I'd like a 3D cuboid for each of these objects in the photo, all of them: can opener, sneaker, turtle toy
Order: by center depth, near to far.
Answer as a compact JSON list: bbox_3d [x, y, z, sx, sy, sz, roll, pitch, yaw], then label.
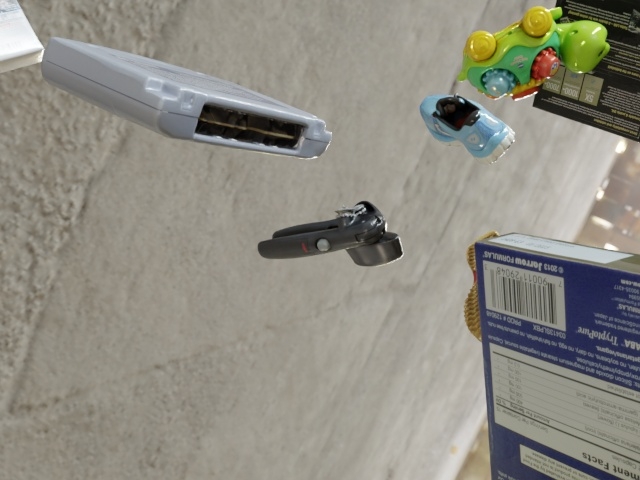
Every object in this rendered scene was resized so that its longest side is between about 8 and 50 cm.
[{"bbox_3d":[0.180,-0.160,0.758,0.130,0.066,0.095,-21,-176,10],"label":"turtle toy"},{"bbox_3d":[0.000,0.000,0.939,0.059,0.186,0.073,-26,105,-48],"label":"can opener"},{"bbox_3d":[0.157,-0.146,1.010,0.073,0.162,0.063,41,91,-30],"label":"sneaker"},{"bbox_3d":[0.227,0.068,1.088,0.069,0.084,0.186,-33,-154,33],"label":"sneaker"}]

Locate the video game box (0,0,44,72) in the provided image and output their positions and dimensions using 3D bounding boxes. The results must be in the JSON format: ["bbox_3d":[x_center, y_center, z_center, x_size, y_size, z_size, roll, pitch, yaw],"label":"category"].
[{"bbox_3d":[-0.572,-0.339,1.386,0.205,0.187,0.048,-24,171,-31],"label":"video game box"}]

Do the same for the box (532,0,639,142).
[{"bbox_3d":[0.306,-0.172,0.812,0.077,0.180,0.147,-34,139,-44],"label":"box"}]

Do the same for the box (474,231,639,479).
[{"bbox_3d":[0.142,0.115,0.450,0.036,0.136,0.225,-12,104,-30],"label":"box"}]

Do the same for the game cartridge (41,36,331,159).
[{"bbox_3d":[-0.140,-0.150,0.948,0.294,0.196,0.060,1,115,-58],"label":"game cartridge"}]
